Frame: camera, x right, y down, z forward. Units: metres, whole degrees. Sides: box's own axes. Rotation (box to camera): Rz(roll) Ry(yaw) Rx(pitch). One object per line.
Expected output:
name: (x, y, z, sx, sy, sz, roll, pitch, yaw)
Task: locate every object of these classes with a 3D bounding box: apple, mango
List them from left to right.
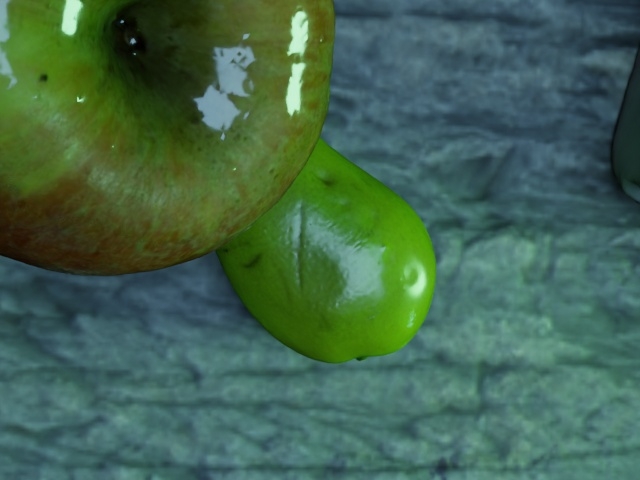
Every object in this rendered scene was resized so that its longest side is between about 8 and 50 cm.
apple: (-0.150, -0.130, 1.025, 0.277, 0.250, 0.309, -44, 117, -16)
mango: (-0.004, 0.006, 1.131, 0.163, 0.089, 0.117, 37, 93, 2)

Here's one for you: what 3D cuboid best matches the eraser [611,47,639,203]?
eraser: (0.393, -0.097, 1.184, 0.359, 0.122, 0.272, 17, 91, -10)
